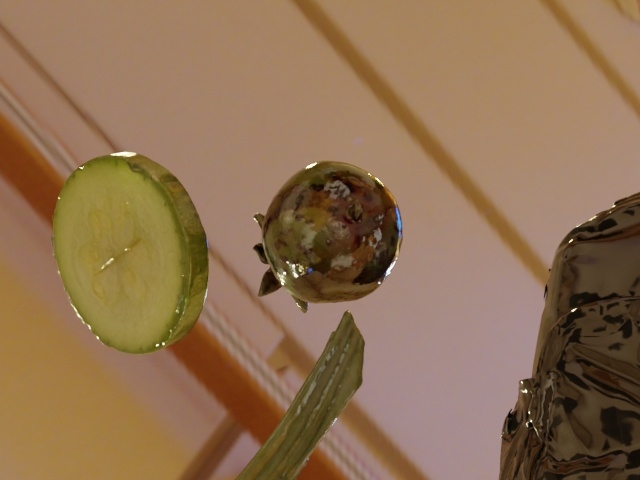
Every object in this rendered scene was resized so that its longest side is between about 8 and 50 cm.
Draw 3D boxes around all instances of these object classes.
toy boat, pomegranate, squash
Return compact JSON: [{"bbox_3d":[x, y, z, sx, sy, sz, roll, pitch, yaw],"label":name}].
[{"bbox_3d":[-0.045,0.186,1.264,0.055,0.093,0.293,36,-117,7],"label":"toy boat"},{"bbox_3d":[-0.004,-0.001,1.485,0.148,0.169,0.149,28,-130,-39],"label":"pomegranate"},{"bbox_3d":[-0.206,0.012,1.611,0.041,0.219,0.219,-21,-95,-46],"label":"squash"}]

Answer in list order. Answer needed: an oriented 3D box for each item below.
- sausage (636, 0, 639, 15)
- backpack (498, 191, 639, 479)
[{"bbox_3d":[0.228,-0.144,0.849,0.094,0.097,0.348,30,-153,-5],"label":"sausage"},{"bbox_3d":[0.362,0.143,1.535,0.255,0.363,0.446,27,-112,-54],"label":"backpack"}]
